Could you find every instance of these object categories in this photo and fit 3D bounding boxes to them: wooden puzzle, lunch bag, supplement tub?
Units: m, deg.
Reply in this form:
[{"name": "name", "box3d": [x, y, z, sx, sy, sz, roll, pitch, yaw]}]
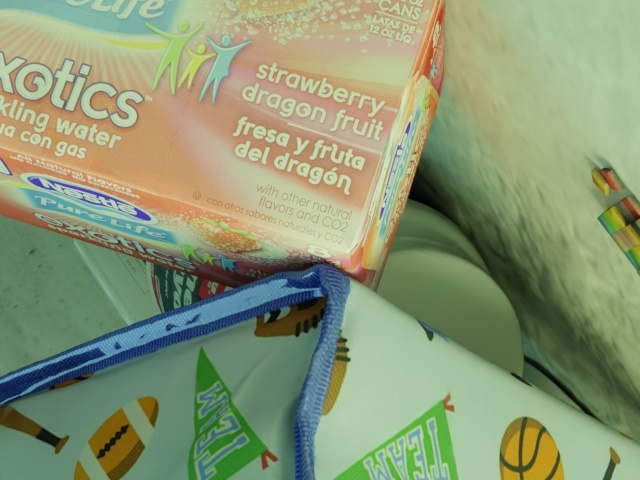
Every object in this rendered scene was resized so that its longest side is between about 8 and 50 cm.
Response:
[{"name": "wooden puzzle", "box3d": [0.139, 0.005, 0.682, 0.083, 0.006, 0.049, 54, 174, 5]}, {"name": "lunch bag", "box3d": [-0.039, 0.203, 0.843, 0.385, 0.239, 0.328, -16, 143, 40]}, {"name": "supplement tub", "box3d": [0.002, 0.042, 1.073, 0.191, 0.191, 0.272, 57, 173, -27]}]

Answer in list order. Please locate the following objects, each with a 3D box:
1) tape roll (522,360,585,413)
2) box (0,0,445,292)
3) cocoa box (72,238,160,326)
[{"name": "tape roll", "box3d": [0.181, 0.222, 1.131, 0.286, 0.100, 0.286, 54, 174, 8]}, {"name": "box", "box3d": [-0.101, -0.081, 0.760, 0.299, 0.142, 0.154, 17, 167, 8]}, {"name": "cocoa box", "box3d": [-0.092, 0.081, 1.855, 0.231, 0.228, 0.347, 52, 174, 26]}]
